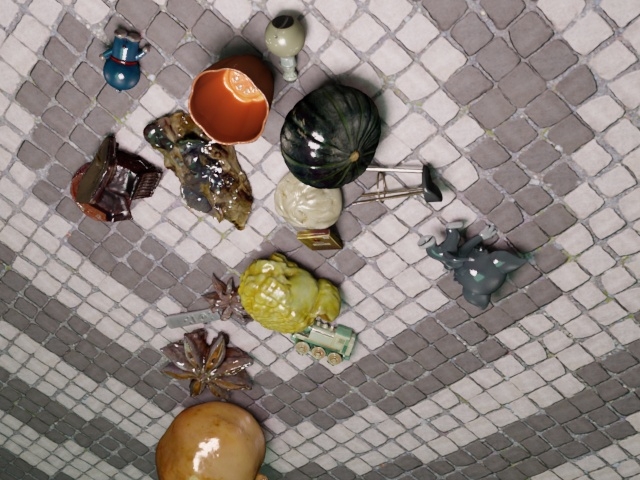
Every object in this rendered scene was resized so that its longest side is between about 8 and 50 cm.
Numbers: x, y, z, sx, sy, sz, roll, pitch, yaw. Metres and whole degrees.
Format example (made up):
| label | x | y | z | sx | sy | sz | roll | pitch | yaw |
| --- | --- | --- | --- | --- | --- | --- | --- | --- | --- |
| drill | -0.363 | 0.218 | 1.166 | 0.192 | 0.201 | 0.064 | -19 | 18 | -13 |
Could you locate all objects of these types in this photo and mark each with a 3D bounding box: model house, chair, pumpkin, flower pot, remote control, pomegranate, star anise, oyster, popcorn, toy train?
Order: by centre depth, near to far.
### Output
| label | x | y | z | sx | sy | sz | roll | pitch | yaw |
| --- | --- | --- | --- | --- | --- | --- | --- | --- | --- |
| flower pot | -0.188 | -0.340 | 1.539 | 0.190 | 0.173 | 0.191 | 7 | 129 | 9 |
| pumpkin | 0.021 | -0.246 | 1.553 | 0.250 | 0.216 | 0.250 | -14 | 142 | -12 |
| chair | 0.188 | -0.139 | 1.653 | 0.221 | 0.104 | 0.095 | 0 | 109 | 17 |
| oyster | -0.317 | -0.166 | 1.757 | 0.221 | 0.096 | 0.361 | -4 | 123 | 25 |
| model house | -0.533 | -0.147 | 1.784 | 0.164 | 0.141 | 0.203 | 24 | 111 | -41 |
| popcorn | -0.101 | 0.167 | 1.901 | 0.286 | 0.174 | 0.225 | 26 | 139 | -18 |
| star anise | -0.272 | 0.185 | 2.019 | 0.182 | 0.065 | 0.195 | 22 | 130 | -3 |
| toy train | 0.008 | 0.298 | 2.032 | 0.194 | 0.081 | 0.125 | 20 | 118 | 2 |
| remote control | -0.403 | 0.242 | 2.121 | 0.184 | 0.027 | 0.050 | -11 | 124 | 16 |
| star anise | -0.364 | 0.400 | 2.172 | 0.331 | 0.117 | 0.332 | 2 | 131 | 3 |
| pomegranate | -0.355 | 0.747 | 2.257 | 0.411 | 0.411 | 0.411 | 7 | 127 | 9 |

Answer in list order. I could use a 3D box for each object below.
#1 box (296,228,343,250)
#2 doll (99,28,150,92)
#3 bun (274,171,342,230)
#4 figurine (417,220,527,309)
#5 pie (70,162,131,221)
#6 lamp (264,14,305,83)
| label | x | y | z | sx | sy | sz | roll | pitch | yaw |
| --- | --- | --- | --- | --- | --- | --- | --- | --- | --- |
| box | 0.000 | 0.000 | 1.794 | 0.090 | 0.023 | 0.133 | -5 | 163 | 17 |
| doll | -0.473 | -0.425 | 1.608 | 0.114 | 0.085 | 0.152 | 12 | 118 | -10 |
| bun | -0.035 | -0.096 | 1.729 | 0.183 | 0.102 | 0.183 | 5 | 125 | 8 |
| figurine | 0.381 | 0.043 | 1.712 | 0.265 | 0.140 | 0.193 | 27 | 112 | -36 |
| pie | -0.613 | -0.132 | 1.877 | 0.182 | 0.049 | 0.182 | 8 | 123 | 12 |
| lamp | -0.074 | -0.424 | 1.515 | 0.091 | 0.091 | 0.163 | 4 | 142 | 11 |
